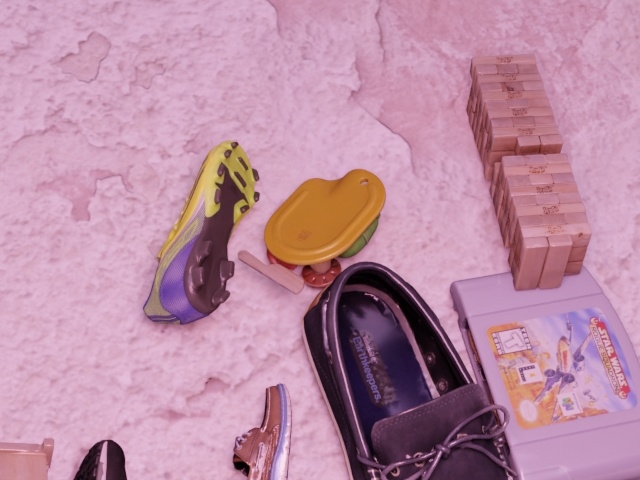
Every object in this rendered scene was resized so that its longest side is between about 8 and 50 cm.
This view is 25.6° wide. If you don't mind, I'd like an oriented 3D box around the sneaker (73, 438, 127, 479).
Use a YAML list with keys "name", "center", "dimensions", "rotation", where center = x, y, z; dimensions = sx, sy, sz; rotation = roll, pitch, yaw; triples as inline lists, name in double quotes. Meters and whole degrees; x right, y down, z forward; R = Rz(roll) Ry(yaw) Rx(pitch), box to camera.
- name: "sneaker"
  center: [-0.218, 0.362, 1.553]
  dimensions: [0.124, 0.107, 0.283]
  rotation: [15, 53, -25]

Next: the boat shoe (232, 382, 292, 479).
- name: "boat shoe"
  center: [-0.069, 0.250, 1.635]
  dimensions: [0.066, 0.066, 0.183]
  rotation: [4, 59, -3]

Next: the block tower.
- name: "block tower"
  center: [0.267, -0.095, 1.832]
  dimensions: [0.091, 0.097, 0.335]
  rotation: [-3, 52, -7]

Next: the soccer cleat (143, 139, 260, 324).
- name: "soccer cleat"
  center: [-0.155, -0.016, 1.769]
  dimensions: [0.121, 0.093, 0.289]
  rotation: [-19, 40, 30]

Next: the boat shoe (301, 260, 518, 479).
- name: "boat shoe"
  center: [0.121, 0.240, 1.613]
  dimensions: [0.187, 0.156, 0.500]
  rotation: [-17, 65, -18]

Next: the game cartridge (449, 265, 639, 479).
- name: "game cartridge"
  center: [0.293, 0.165, 1.735]
  dimensions: [0.198, 0.062, 0.297]
  rotation: [-12, 62, -8]

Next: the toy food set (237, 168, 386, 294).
- name: "toy food set"
  center: [0.000, 0.000, 1.796]
  dimensions: [0.128, 0.071, 0.218]
  rotation: [22, 55, 34]

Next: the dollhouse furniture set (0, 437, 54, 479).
- name: "dollhouse furniture set"
  center: [-0.399, 0.298, 1.527]
  dimensions: [0.355, 0.174, 0.303]
  rotation: [6, 41, -14]
